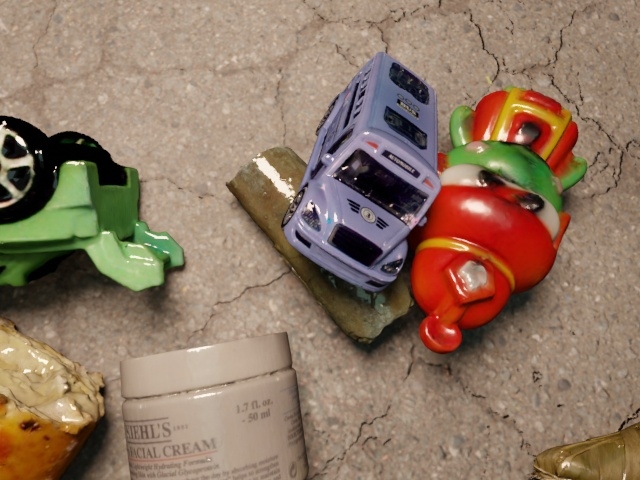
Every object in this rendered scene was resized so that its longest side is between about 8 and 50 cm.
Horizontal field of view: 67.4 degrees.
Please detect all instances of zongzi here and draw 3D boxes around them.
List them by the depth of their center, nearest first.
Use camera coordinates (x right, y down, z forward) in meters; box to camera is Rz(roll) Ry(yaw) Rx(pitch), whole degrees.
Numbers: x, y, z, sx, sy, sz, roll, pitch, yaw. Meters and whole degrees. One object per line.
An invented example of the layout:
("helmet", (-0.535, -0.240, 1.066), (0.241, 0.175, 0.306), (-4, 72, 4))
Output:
("zongzi", (0.341, 0.239, 0.576), (0.188, 0.081, 0.178), (24, 77, -2))

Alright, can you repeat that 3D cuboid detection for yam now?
("yam", (0.000, 0.000, 0.586), (0.106, 0.106, 0.259), (-38, 84, -13))

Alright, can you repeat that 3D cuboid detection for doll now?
("doll", (0.195, -0.027, 0.573), (0.182, 0.160, 0.363), (29, 60, 3))

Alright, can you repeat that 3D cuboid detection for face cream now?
("face cream", (-0.107, 0.183, 0.494), (0.177, 0.177, 0.153), (-9, 78, -8))

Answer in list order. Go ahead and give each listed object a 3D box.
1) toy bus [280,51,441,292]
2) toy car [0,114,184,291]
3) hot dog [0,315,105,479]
("toy bus", (0.060, -0.090, 0.535), (0.125, 0.133, 0.292), (30, 41, -14))
("toy car", (-0.342, -0.032, 0.508), (0.357, 0.213, 0.177), (-5, 98, -8))
("hot dog", (-0.458, 0.226, 0.448), (0.367, 0.196, 0.366), (29, 80, 4))
